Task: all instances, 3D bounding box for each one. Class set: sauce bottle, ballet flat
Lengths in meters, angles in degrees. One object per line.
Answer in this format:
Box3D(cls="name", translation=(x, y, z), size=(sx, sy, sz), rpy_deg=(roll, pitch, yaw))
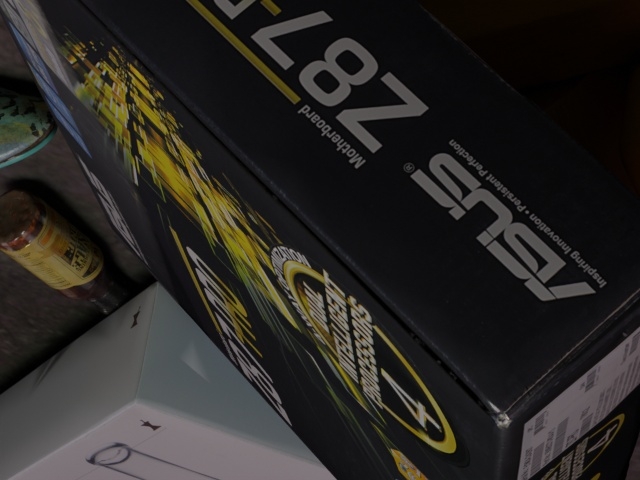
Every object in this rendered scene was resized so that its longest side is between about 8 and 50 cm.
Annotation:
Box3D(cls="sauce bottle", translation=(-0.163, 0.011, 1.094), size=(0.042, 0.042, 0.128), rpy_deg=(-3, 155, 27))
Box3D(cls="ballet flat", translation=(-0.236, -0.064, 0.983), size=(0.188, 0.070, 0.070), rpy_deg=(-12, 141, 32))

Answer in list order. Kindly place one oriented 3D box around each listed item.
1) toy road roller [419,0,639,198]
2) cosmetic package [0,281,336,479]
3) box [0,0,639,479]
Box3D(cls="toy road roller", translation=(0.182, -0.014, 0.678), size=(0.329, 0.241, 0.202), rpy_deg=(-11, 135, 27))
Box3D(cls="cosmetic package", translation=(-0.086, 0.171, 1.252), size=(0.284, 0.097, 0.377), rpy_deg=(24, 149, -23))
Box3D(cls="box", translation=(0.000, 0.000, 0.743), size=(0.318, 0.097, 0.395), rpy_deg=(48, 169, 20))
